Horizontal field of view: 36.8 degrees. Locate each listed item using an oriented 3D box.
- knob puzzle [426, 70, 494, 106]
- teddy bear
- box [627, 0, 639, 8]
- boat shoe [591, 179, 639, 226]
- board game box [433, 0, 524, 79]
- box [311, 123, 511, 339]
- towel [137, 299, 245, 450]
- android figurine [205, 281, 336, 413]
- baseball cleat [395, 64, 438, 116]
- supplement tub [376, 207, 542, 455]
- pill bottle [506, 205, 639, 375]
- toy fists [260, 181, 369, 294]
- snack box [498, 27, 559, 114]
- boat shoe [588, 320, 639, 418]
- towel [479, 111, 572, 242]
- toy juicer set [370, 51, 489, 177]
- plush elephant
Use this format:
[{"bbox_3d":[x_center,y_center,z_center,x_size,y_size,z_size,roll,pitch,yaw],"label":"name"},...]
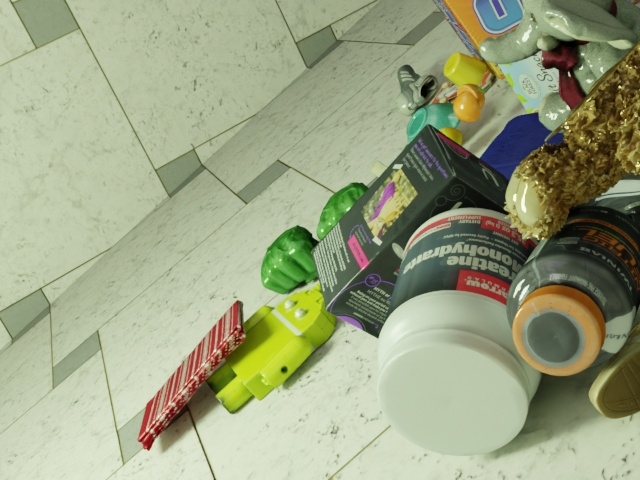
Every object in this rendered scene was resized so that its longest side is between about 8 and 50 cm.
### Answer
[{"bbox_3d":[0.293,-0.319,2.104,0.213,0.030,0.213,-33,21,14],"label":"knob puzzle"},{"bbox_3d":[0.334,-0.124,1.055,0.338,0.113,0.245,-46,0,-7],"label":"teddy bear"},{"bbox_3d":[0.593,-0.401,1.715,0.201,0.057,0.293,-49,22,-25],"label":"box"},{"bbox_3d":[0.416,-0.019,1.134,0.102,0.108,0.301,-45,18,-17],"label":"boat shoe"},{"bbox_3d":[0.382,-0.588,1.934,0.356,0.356,0.356,-36,11,10],"label":"board game box"},{"bbox_3d":[0.137,0.001,1.364,0.270,0.165,0.143,-47,31,23],"label":"box"},{"bbox_3d":[-0.225,0.234,1.709,0.275,0.031,0.199,-49,11,4],"label":"towel"},{"bbox_3d":[-0.077,0.175,1.649,0.273,0.056,0.248,-43,20,-5],"label":"android figurine"},{"bbox_3d":[0.230,-0.366,2.264,0.109,0.072,0.206,-29,32,27],"label":"baseball cleat"},{"bbox_3d":[0.174,0.103,1.162,0.191,0.191,0.272,-27,23,29],"label":"supplement tub"},{"bbox_3d":[0.277,0.056,1.036,0.130,0.130,0.246,-27,6,31],"label":"pill bottle"},{"bbox_3d":[0.000,0.000,1.836,0.279,0.096,0.142,-36,10,13],"label":"toy fists"},{"bbox_3d":[0.421,-0.300,1.627,0.207,0.174,0.070,-19,25,46],"label":"snack box"},{"bbox_3d":[0.343,0.125,1.024,0.170,0.063,0.059,-37,14,-17],"label":"boat shoe"},{"bbox_3d":[0.331,-0.094,1.506,0.227,0.076,0.308,-4,38,46],"label":"towel"},{"bbox_3d":[0.227,-0.193,1.887,0.329,0.089,0.209,-53,26,28],"label":"toy juicer set"},{"bbox_3d":[0.347,-0.269,1.302,0.330,0.255,0.272,-48,17,36],"label":"plush elephant"}]
